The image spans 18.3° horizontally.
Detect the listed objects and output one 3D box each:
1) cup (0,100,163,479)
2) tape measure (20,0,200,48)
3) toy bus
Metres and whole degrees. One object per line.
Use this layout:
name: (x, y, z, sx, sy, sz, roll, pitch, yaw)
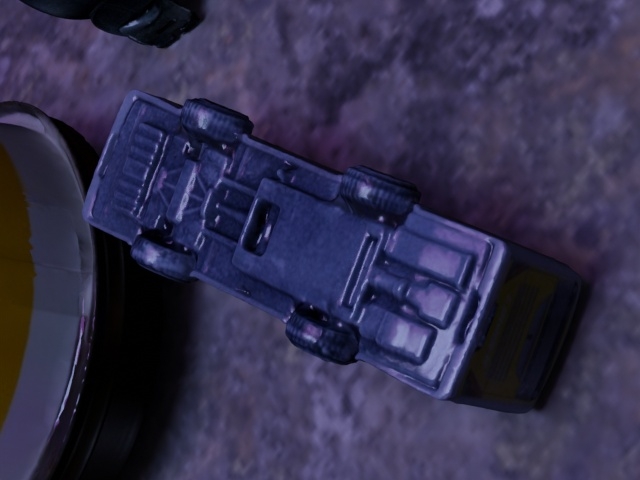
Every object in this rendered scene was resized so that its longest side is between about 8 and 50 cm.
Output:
cup: (-0.212, 0.023, 0.752, 0.196, 0.279, 0.196, -18, 66, 47)
tape measure: (-0.061, -0.151, 0.775, 0.180, 0.107, 0.104, -16, 63, 44)
toy bus: (0.000, 0.000, 0.688, 0.190, 0.075, 0.064, 25, 96, 45)
